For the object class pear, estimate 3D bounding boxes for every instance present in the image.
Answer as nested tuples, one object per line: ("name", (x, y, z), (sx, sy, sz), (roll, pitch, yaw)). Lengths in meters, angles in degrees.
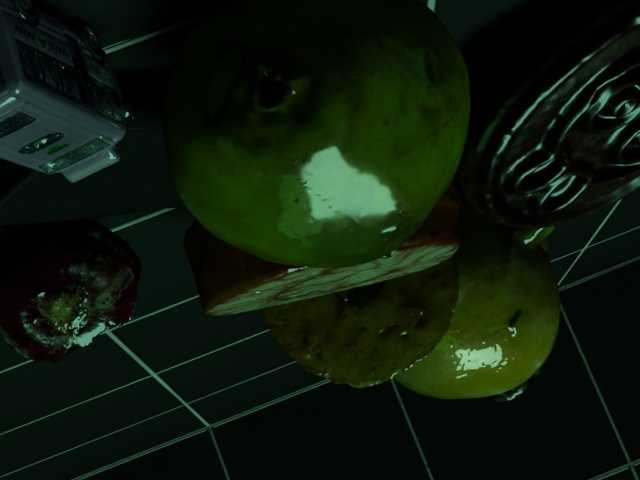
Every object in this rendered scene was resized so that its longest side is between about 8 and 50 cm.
("pear", (0.001, -0.100, 1.137), (0.269, 0.269, 0.321), (-22, 171, 2))

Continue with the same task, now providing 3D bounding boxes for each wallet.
("wallet", (-0.145, -0.091, 1.340), (0.406, 0.062, 0.228), (-9, 162, -46))

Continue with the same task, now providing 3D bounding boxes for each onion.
("onion", (-0.300, 0.036, 1.498), (0.173, 0.135, 0.198), (-38, -152, -6))

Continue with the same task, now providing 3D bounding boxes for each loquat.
("loquat", (0.214, 0.067, 1.962), (0.359, 0.328, 0.328), (-43, 158, 31))

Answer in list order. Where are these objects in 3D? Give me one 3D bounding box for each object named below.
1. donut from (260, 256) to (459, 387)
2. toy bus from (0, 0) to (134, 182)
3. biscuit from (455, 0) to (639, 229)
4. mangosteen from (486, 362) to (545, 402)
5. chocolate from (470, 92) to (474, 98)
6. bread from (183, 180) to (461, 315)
("donut", (0.049, 0.050, 1.780), (0.277, 0.278, 0.108), (-24, 178, 7))
("toy bus", (-0.223, -0.115, 1.006), (0.096, 0.108, 0.199), (-25, 166, 12))
("biscuit", (0.340, -0.157, 1.549), (0.407, 0.091, 0.407), (-25, 152, -14))
("mangosteen", (0.276, 0.139, 2.369), (0.297, 0.313, 0.297), (-12, 174, -1))
("chocolate", (0.282, -0.146, 1.727), (0.148, 0.126, 0.343), (13, 171, 22))
("bread", (0.001, 0.000, 1.578), (0.327, 0.114, 0.295), (-11, 170, -26))
